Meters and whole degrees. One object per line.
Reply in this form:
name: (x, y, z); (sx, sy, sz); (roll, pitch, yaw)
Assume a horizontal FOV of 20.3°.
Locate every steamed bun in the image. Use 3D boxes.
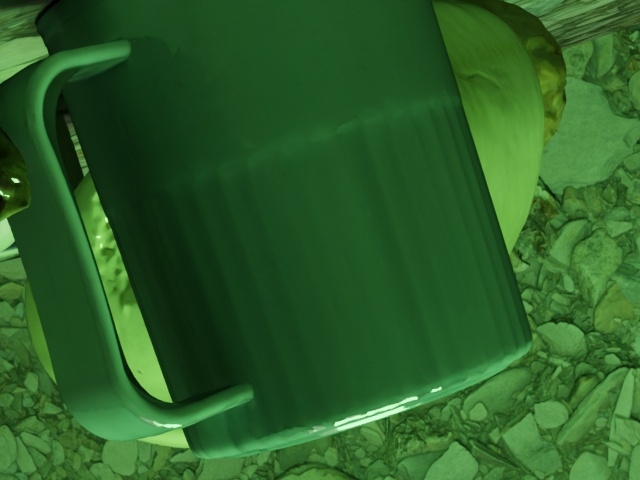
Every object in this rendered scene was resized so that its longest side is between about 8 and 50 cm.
steamed bun: (0.000, 0.000, 1.584); (0.456, 0.290, 0.371); (-47, 164, 22)

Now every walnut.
walnut: (0.140, -0.154, 1.820); (0.245, 0.198, 0.198); (-12, 178, -20)

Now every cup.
cup: (-0.026, -0.032, 1.152); (0.257, 0.311, 0.331); (-19, 180, 16)

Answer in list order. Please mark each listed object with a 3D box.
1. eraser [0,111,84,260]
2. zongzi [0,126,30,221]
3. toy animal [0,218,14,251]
eraser: (-0.303, -0.038, 1.538); (0.081, 0.124, 0.279); (-18, 180, 23)
zongzi: (-0.352, 0.023, 1.013); (0.289, 0.154, 0.317); (-15, 157, -40)
toy animal: (-0.302, -0.032, 1.328); (0.179, 0.138, 0.166); (-26, 164, -1)
